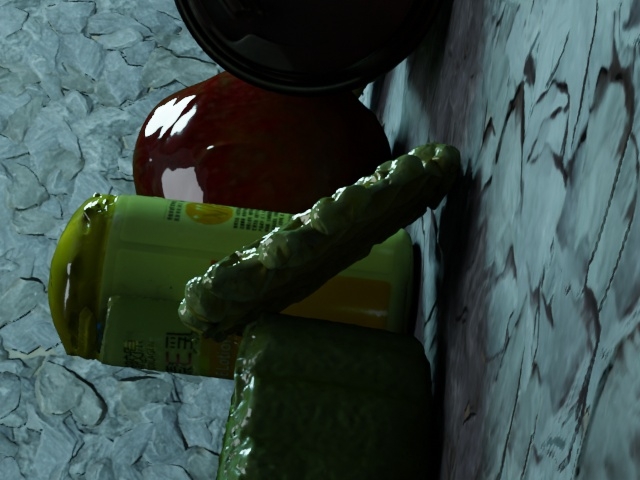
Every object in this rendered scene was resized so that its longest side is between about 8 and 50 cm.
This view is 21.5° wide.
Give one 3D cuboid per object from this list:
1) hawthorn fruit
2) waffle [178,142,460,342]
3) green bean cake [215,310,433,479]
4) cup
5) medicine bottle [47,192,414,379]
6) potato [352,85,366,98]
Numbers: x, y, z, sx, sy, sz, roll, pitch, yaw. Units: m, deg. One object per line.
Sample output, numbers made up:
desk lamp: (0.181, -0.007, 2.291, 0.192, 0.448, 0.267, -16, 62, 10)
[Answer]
hawthorn fruit: (-0.041, -0.024, 1.291, 0.248, 0.208, 0.208, -100, 18, -58)
waffle: (0.000, 0.000, 0.965, 0.036, 0.183, 0.169, 57, 168, 7)
green bean cake: (-0.013, 0.189, 0.949, 0.222, 0.125, 0.248, 104, 173, -51)
cup: (0.001, -0.208, 1.227, 0.279, 0.196, 0.196, -54, -27, -79)
medicine bottle: (-0.061, 0.036, 1.122, 0.124, 0.239, 0.124, -174, 90, -88)
potato: (-0.003, -0.229, 1.534, 0.191, 0.141, 0.296, -116, 32, -53)
